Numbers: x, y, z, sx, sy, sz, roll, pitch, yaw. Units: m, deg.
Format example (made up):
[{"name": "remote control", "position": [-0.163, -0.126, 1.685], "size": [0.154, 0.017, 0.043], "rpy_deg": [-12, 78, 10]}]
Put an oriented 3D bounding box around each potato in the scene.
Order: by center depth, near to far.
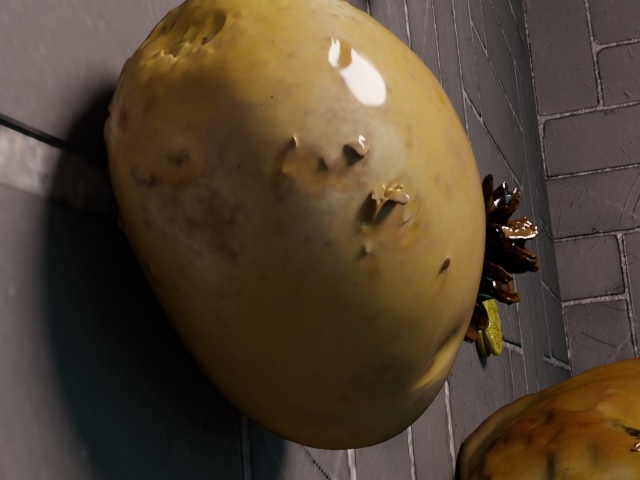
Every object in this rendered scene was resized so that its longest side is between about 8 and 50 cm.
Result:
[{"name": "potato", "position": [0.000, 0.000, 0.405], "size": [0.150, 0.146, 0.234], "rpy_deg": [-57, 147, -18]}]

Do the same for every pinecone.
[{"name": "pinecone", "position": [0.089, 0.007, 0.686], "size": [0.140, 0.121, 0.140], "rpy_deg": [35, 44, -42]}]

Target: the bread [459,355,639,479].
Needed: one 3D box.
[{"name": "bread", "position": [0.225, 0.219, 0.854], "size": [0.167, 0.277, 0.324], "rpy_deg": [59, 16, 5]}]

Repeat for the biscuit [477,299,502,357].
[{"name": "biscuit", "position": [0.196, 0.095, 1.157], "size": [0.084, 0.023, 0.084], "rpy_deg": [-10, 90, -72]}]
